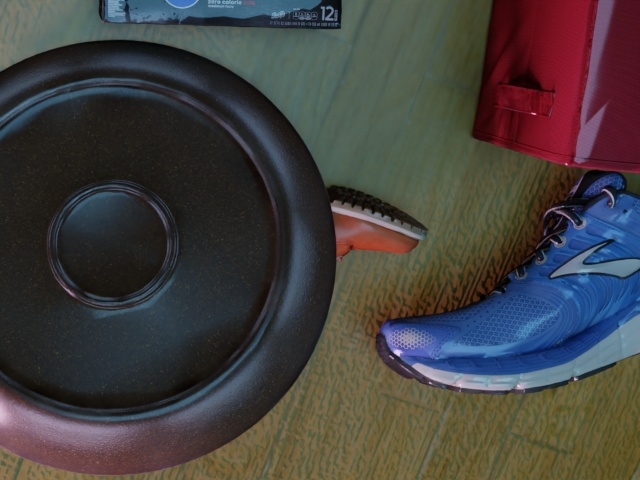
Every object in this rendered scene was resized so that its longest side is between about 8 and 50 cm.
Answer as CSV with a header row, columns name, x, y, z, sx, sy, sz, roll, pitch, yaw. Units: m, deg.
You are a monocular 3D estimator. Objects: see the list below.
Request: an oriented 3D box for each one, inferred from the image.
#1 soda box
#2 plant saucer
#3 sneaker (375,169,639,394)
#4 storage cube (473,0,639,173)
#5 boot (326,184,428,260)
name,x,y,z,sx,sy,sz,roll,pitch,yaw
soda box,-0.071,-0.179,0.783,0.169,0.060,0.053,0,103,-13
plant saucer,-0.141,0.005,0.759,0.311,0.050,0.310,1,82,-5
sneaker,0.194,0.027,0.865,0.330,0.130,0.147,-17,90,-11
storage cube,0.237,-0.150,0.789,0.215,0.183,0.193,5,100,-13
boot,0.000,0.000,0.841,0.158,0.059,0.084,10,102,-5
